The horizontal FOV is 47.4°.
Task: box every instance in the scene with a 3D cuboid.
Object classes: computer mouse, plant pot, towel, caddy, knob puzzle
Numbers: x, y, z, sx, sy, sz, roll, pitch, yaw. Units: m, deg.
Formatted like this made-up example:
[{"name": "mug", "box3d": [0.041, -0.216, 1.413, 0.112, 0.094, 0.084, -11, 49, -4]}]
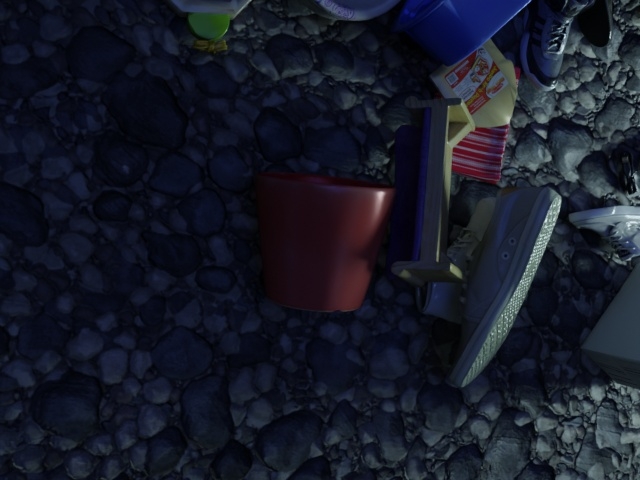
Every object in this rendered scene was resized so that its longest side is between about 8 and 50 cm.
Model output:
[{"name": "computer mouse", "box3d": [0.817, -0.187, 1.777, 0.193, 0.042, 0.106, -18, 90, -11]}, {"name": "plant pot", "box3d": [0.000, 0.000, 1.422, 0.275, 0.275, 0.243, 3, 98, -17]}, {"name": "towel", "box3d": [0.341, -0.281, 1.635, 0.198, 0.031, 0.275, 13, 86, -16]}, {"name": "caddy", "box3d": [0.296, -0.521, 1.493, 0.341, 0.241, 0.179, -42, 108, 11]}, {"name": "knob puzzle", "box3d": [0.351, -0.333, 1.606, 0.213, 0.030, 0.213, 0, 89, -17]}]

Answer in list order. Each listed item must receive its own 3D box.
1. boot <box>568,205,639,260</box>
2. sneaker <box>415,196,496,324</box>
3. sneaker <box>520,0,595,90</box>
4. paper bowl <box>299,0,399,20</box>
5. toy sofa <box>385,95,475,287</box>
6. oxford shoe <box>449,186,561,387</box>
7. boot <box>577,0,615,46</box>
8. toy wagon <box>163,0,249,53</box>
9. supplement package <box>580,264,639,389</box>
[{"name": "boot", "box3d": [0.703, -0.014, 1.709, 0.258, 0.095, 0.123, -2, 83, -18]}, {"name": "sneaker", "box3d": [0.297, 0.032, 1.580, 0.169, 0.108, 0.293, 14, 87, -20]}, {"name": "sneaker", "box3d": [0.528, -0.479, 1.628, 0.101, 0.153, 0.269, 1, 89, -18]}, {"name": "paper bowl", "box3d": [0.049, -0.590, 1.463, 0.284, 0.148, 0.284, -7, 109, -21]}, {"name": "toy sofa", "box3d": [0.205, -0.095, 1.467, 0.177, 0.150, 0.363, 1, 78, 23]}, {"name": "oxford shoe", "box3d": [0.352, 0.089, 1.500, 0.130, 0.169, 0.449, 25, 105, 26]}, {"name": "boot", "box3d": [0.714, -0.606, 1.725, 0.229, 0.091, 0.263, -18, 102, -24]}, {"name": "toy wagon", "box3d": [-0.232, -0.538, 1.442, 0.267, 0.068, 0.344, -2, 91, -17]}, {"name": "supplement package", "box3d": [0.772, 0.201, 1.674, 0.145, 0.204, 0.262, 42, 79, -14]}]
